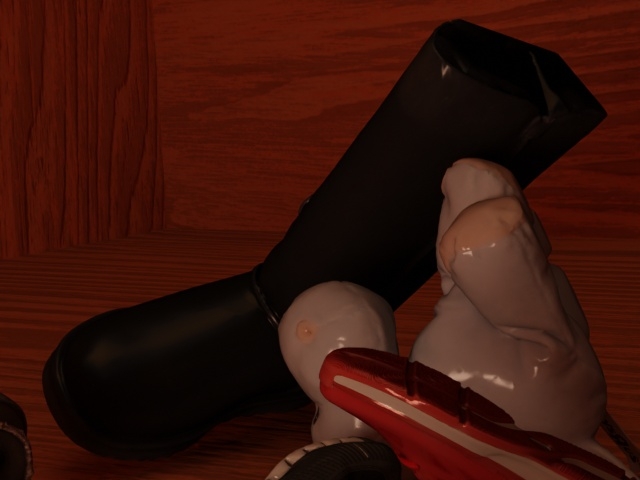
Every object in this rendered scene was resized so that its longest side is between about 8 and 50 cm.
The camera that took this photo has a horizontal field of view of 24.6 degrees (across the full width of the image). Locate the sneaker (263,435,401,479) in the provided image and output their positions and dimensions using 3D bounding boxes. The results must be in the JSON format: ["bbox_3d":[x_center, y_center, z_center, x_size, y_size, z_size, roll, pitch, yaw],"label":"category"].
[{"bbox_3d":[-0.013,0.195,0.979,0.234,0.078,0.106,-14,15,-42],"label":"sneaker"}]

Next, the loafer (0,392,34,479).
[{"bbox_3d":[-0.318,0.205,0.921,0.130,0.134,0.366,29,35,32],"label":"loafer"}]

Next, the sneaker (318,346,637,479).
[{"bbox_3d":[0.080,0.162,0.878,0.221,0.128,0.087,28,11,3],"label":"sneaker"}]

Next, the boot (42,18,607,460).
[{"bbox_3d":[0.001,-0.001,1.285,0.445,0.146,0.367,-44,-19,33],"label":"boot"}]

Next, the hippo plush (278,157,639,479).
[{"bbox_3d":[0.100,0.103,1.198,0.236,0.294,0.234,-25,3,11],"label":"hippo plush"}]
